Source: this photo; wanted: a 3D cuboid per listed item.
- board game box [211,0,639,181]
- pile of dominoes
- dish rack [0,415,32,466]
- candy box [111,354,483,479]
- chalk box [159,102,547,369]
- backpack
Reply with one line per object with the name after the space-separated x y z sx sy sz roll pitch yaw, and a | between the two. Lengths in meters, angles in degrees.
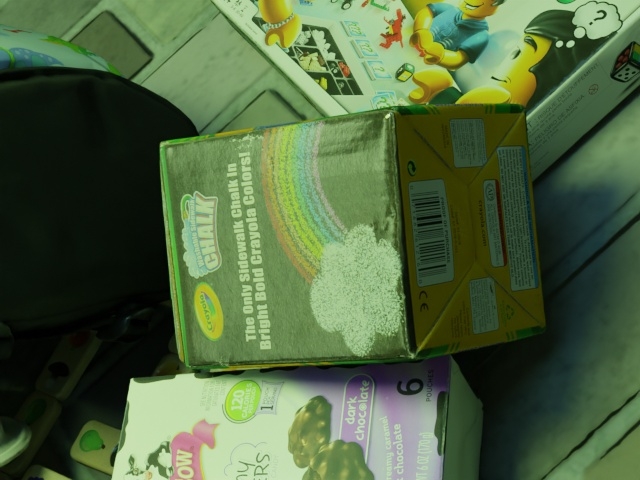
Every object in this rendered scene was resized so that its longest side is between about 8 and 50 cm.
0.070 -0.150 1.057 0.193 0.053 0.305 -42 47 0 | board game box
-0.130 0.120 1.002 0.196 0.040 0.251 15 68 39 | pile of dominoes
-0.373 0.134 0.954 0.285 0.072 0.333 3 20 34 | dish rack
-0.018 0.155 0.872 0.196 0.070 0.165 -6 56 20 | candy box
0.000 0.000 0.904 0.213 0.132 0.132 -4 91 40 | chalk box
-0.289 -0.044 1.046 0.355 0.290 0.273 -10 90 43 | backpack
